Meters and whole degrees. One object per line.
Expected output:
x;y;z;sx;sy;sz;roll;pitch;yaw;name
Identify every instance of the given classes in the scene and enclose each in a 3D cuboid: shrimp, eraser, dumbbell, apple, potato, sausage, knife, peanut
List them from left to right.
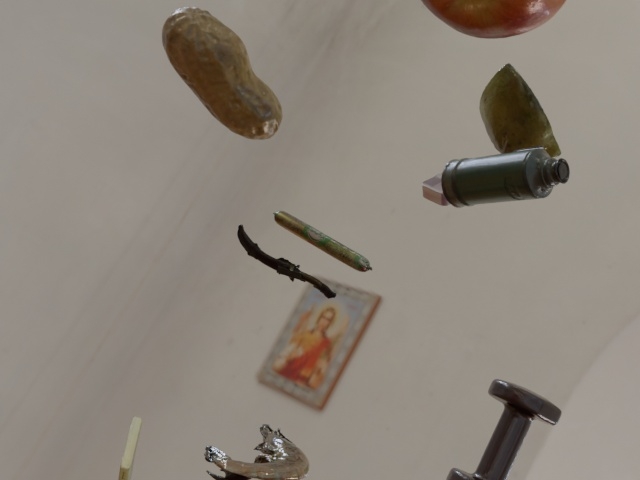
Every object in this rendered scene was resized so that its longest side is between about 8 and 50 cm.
-0.139;-0.238;1.299;0.108;0.095;0.226;-21;-69;50;peanut
-0.101;0.324;1.356;0.152;0.046;0.219;1;6;-12;shrimp
-0.067;0.048;1.607;0.222;0.046;0.021;35;29;16;knife
0.000;0.000;1.783;0.269;0.033;0.033;30;-10;33;sausage
0.225;-0.094;1.510;0.065;0.105;0.026;33;-41;47;eraser
0.168;-0.276;0.874;0.163;0.139;0.163;20;-43;20;apple
0.332;0.374;1.630;0.140;0.225;0.124;33;-10;-35;dumbbell
0.324;-0.202;1.505;0.149;0.081;0.120;56;-1;32;potato

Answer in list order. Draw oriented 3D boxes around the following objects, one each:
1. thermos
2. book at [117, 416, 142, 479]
0.268;-0.090;1.281;0.083;0.073;0.187;-14;7;-40;thermos
-0.234;0.277;1.085;0.014;0.077;0.111;13;-53;-7;book
